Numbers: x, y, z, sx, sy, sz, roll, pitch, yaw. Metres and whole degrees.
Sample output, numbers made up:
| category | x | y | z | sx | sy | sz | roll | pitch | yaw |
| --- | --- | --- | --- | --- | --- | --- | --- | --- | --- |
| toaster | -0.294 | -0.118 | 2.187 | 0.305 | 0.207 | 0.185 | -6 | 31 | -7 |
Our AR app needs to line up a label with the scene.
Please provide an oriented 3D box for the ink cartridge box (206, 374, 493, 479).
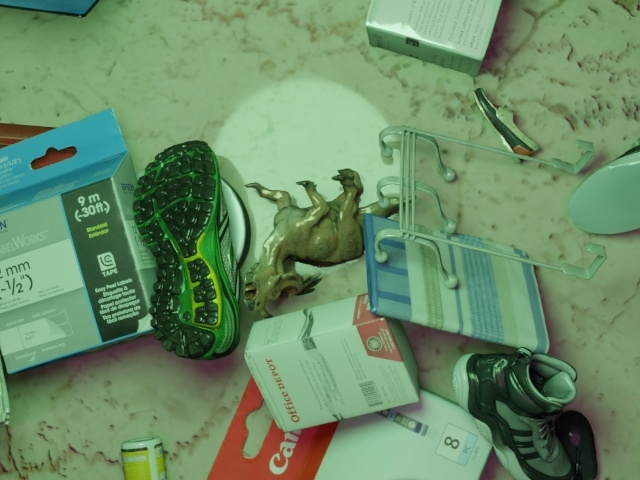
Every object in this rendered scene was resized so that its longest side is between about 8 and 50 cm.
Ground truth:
| category | x | y | z | sx | sy | sz | roll | pitch | yaw |
| --- | --- | --- | --- | --- | --- | --- | --- | --- | --- |
| ink cartridge box | 0.040 | 0.344 | 1.789 | 0.385 | 0.091 | 0.308 | 23 | 89 | 3 |

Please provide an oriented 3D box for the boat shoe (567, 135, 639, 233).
| category | x | y | z | sx | sy | sz | roll | pitch | yaw |
| --- | --- | --- | --- | --- | --- | --- | --- | --- | --- |
| boat shoe | 0.516 | -0.117 | 1.764 | 0.306 | 0.105 | 0.113 | -37 | 97 | 26 |

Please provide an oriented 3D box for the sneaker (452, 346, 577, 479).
| category | x | y | z | sx | sy | sz | roll | pitch | yaw |
| --- | --- | --- | --- | --- | --- | --- | --- | --- | --- |
| sneaker | 0.318 | 0.260 | 1.685 | 0.153 | 0.101 | 0.268 | -23 | 114 | 43 |

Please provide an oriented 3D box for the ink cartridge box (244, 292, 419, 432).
| category | x | y | z | sx | sy | sz | roll | pitch | yaw |
| --- | --- | --- | --- | --- | --- | --- | --- | --- | --- |
| ink cartridge box | 0.019 | 0.178 | 1.712 | 0.218 | 0.092 | 0.158 | -16 | 116 | 14 |

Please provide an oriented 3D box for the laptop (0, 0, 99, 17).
| category | x | y | z | sx | sy | sz | roll | pitch | yaw |
| --- | --- | --- | --- | --- | --- | --- | --- | --- | --- |
| laptop | -0.481 | -0.538 | 1.784 | 0.382 | 0.236 | 0.407 | 9 | 89 | 4 |

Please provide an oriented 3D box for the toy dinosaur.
| category | x | y | z | sx | sy | sz | roll | pitch | yaw |
| --- | --- | --- | --- | --- | --- | --- | --- | --- | --- |
| toy dinosaur | 0.000 | 0.000 | 1.792 | 0.296 | 0.127 | 0.200 | -10 | 99 | -17 |

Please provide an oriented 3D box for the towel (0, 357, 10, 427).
| category | x | y | z | sx | sy | sz | roll | pitch | yaw |
| --- | --- | --- | --- | --- | --- | --- | --- | --- | --- |
| towel | -0.632 | 0.183 | 1.783 | 0.317 | 0.053 | 0.331 | -22 | 65 | 12 |

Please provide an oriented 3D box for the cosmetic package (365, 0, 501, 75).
| category | x | y | z | sx | sy | sz | roll | pitch | yaw |
| --- | --- | --- | --- | --- | --- | --- | --- | --- | --- |
| cosmetic package | 0.177 | -0.356 | 1.774 | 0.184 | 0.151 | 0.151 | 17 | 90 | 5 |

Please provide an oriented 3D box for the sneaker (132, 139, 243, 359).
| category | x | y | z | sx | sy | sz | roll | pitch | yaw |
| --- | --- | --- | --- | --- | --- | --- | --- | --- | --- |
| sneaker | -0.189 | 0.015 | 1.733 | 0.134 | 0.146 | 0.343 | -9 | 73 | 17 |

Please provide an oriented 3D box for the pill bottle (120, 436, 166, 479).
| category | x | y | z | sx | sy | sz | roll | pitch | yaw |
| --- | --- | --- | --- | --- | --- | --- | --- | --- | --- |
| pill bottle | -0.273 | 0.368 | 1.821 | 0.065 | 0.065 | 0.116 | -8 | 87 | 4 |

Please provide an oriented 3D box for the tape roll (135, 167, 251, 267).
| category | x | y | z | sx | sy | sz | roll | pitch | yaw |
| --- | --- | --- | --- | --- | --- | --- | --- | --- | --- |
| tape roll | -0.221 | -0.013 | 1.828 | 0.219 | 0.072 | 0.219 | 0 | 89 | 4 |

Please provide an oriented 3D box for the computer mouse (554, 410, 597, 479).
| category | x | y | z | sx | sy | sz | roll | pitch | yaw |
| --- | --- | --- | --- | --- | --- | --- | --- | --- | --- |
| computer mouse | 0.396 | 0.382 | 1.787 | 0.071 | 0.041 | 0.242 | -8 | 88 | 3 |

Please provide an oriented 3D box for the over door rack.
| category | x | y | z | sx | sy | sz | roll | pitch | yaw |
| --- | --- | --- | --- | --- | --- | --- | --- | --- | --- |
| over door rack | 0.241 | -0.046 | 1.714 | 0.324 | 0.108 | 0.239 | 5 | 48 | -1 |

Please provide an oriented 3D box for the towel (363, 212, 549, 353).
| category | x | y | z | sx | sy | sz | roll | pitch | yaw |
| --- | --- | --- | --- | --- | --- | --- | --- | --- | --- |
| towel | 0.196 | 0.064 | 1.713 | 0.285 | 0.209 | 0.034 | 14 | 132 | -16 |

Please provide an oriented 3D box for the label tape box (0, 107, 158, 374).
| category | x | y | z | sx | sy | sz | roll | pitch | yaw |
| --- | --- | --- | --- | --- | --- | --- | --- | --- | --- |
| label tape box | -0.388 | -0.001 | 1.756 | 0.249 | 0.115 | 0.347 | -17 | 89 | 13 |

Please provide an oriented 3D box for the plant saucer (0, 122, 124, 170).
| category | x | y | z | sx | sy | sz | roll | pitch | yaw |
| --- | --- | --- | --- | --- | --- | --- | --- | --- | --- |
| plant saucer | -0.456 | -0.057 | 1.859 | 0.259 | 0.048 | 0.258 | 5 | 88 | 5 |

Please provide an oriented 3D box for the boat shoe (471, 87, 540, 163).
| category | x | y | z | sx | sy | sz | roll | pitch | yaw |
| --- | --- | --- | --- | --- | --- | --- | --- | --- | --- |
| boat shoe | 0.285 | -0.184 | 1.809 | 0.043 | 0.049 | 0.137 | -36 | 92 | 15 |
